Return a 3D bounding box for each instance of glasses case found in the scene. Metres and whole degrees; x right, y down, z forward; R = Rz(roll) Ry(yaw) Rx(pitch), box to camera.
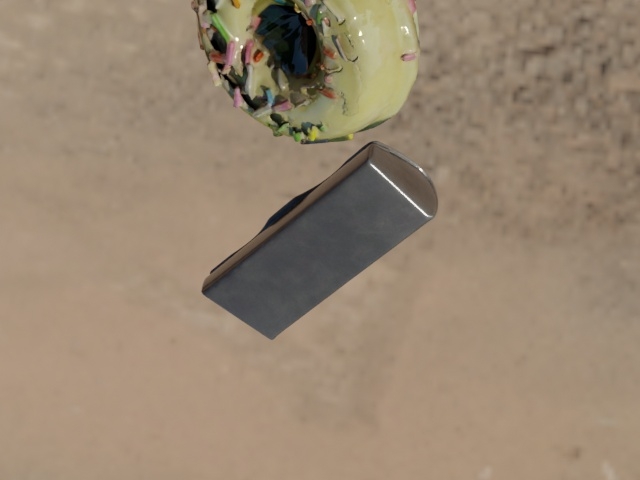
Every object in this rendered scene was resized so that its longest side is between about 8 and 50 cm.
[{"bbox_3d":[-0.001,0.001,1.430,0.072,0.042,0.190,32,130,-25],"label":"glasses case"}]

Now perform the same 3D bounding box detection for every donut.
[{"bbox_3d":[-0.015,-0.139,1.281,0.175,0.068,0.174,23,132,28],"label":"donut"}]
